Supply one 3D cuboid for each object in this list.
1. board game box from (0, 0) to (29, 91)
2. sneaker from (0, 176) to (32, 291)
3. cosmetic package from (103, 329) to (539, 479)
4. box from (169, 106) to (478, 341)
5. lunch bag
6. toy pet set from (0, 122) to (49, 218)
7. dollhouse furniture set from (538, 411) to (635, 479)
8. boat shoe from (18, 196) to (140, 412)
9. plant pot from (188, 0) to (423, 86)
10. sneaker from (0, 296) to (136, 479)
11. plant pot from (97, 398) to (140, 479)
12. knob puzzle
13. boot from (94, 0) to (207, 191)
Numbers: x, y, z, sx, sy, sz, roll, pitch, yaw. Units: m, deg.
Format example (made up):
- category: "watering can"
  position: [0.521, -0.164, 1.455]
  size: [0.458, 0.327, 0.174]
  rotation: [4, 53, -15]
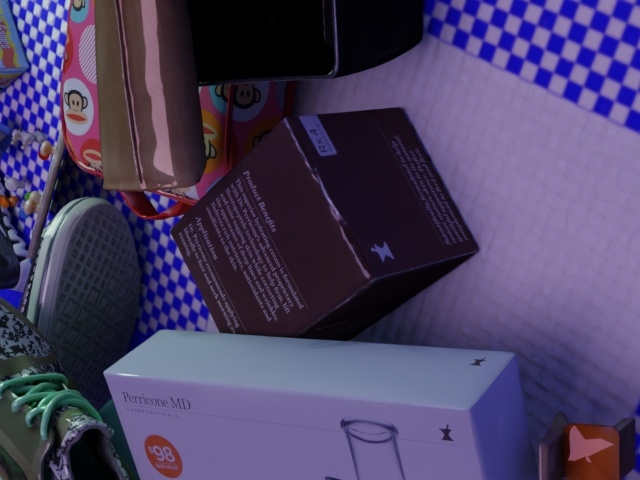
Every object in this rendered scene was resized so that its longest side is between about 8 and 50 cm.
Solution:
- category: "board game box"
  position: [-0.549, -0.242, 1.508]
  size: [0.275, 0.142, 0.144]
  rotation: [-26, 80, 42]
- category: "sneaker"
  position: [-0.484, -0.029, 1.510]
  size: [0.078, 0.106, 0.234]
  rotation: [-40, 71, 38]
- category: "cosmetic package"
  position: [0.009, 0.229, 0.957]
  size: [0.377, 0.097, 0.285]
  rotation: [0, 112, 35]
- category: "box"
  position: [0.000, 0.000, 1.038]
  size: [0.203, 0.167, 0.169]
  rotation: [-38, 73, 39]
- category: "lunch bag"
  position: [-0.165, -0.146, 1.194]
  size: [0.293, 0.120, 0.258]
  rotation: [20, 111, 38]
- category: "toy pet set"
  position: [-0.420, -0.114, 1.487]
  size: [0.114, 0.065, 0.122]
  rotation: [29, 125, -4]
- category: "dollhouse furniture set"
  position: [0.291, 0.256, 0.792]
  size: [0.262, 0.135, 0.259]
  rotation: [1, 98, 24]
- category: "boat shoe"
  position: [-0.346, 0.166, 1.367]
  size: [0.156, 0.187, 0.500]
  rotation: [26, 120, 22]
- category: "plant pot"
  position: [-0.004, -0.241, 1.001]
  size: [0.188, 0.167, 0.188]
  rotation: [4, 101, 42]
- category: "sneaker"
  position: [-0.257, 0.197, 1.090]
  size: [0.410, 0.158, 0.182]
  rotation: [57, 131, 20]
- category: "plant pot"
  position: [-0.134, 0.218, 1.206]
  size: [0.234, 0.165, 0.166]
  rotation: [-46, 67, 32]
- category: "knob puzzle"
  position: [-0.346, -0.063, 1.353]
  size: [0.213, 0.030, 0.213]
  rotation: [-165, 90, -76]
- category: "boot"
  position: [-0.126, -0.179, 0.957]
  size: [0.236, 0.089, 0.270]
  rotation: [5, 102, 53]
